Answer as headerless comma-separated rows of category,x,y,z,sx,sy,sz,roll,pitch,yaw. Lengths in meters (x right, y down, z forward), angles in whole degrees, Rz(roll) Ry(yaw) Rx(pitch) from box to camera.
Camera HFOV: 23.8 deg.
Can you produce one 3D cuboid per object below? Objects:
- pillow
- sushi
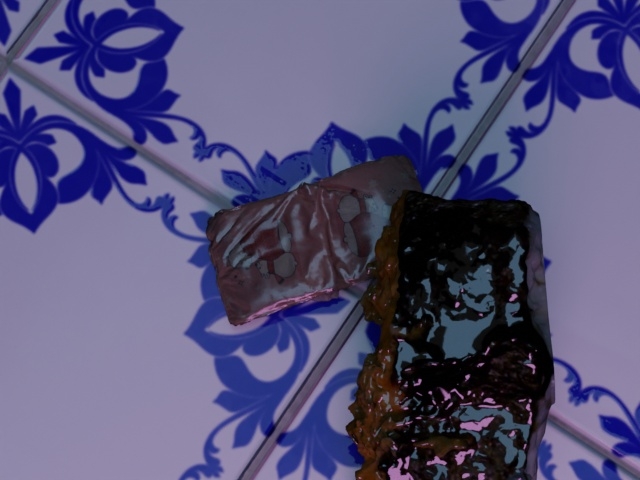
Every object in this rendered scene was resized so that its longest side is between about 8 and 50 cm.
pillow,0.000,0.000,1.676,0.248,0.049,0.135,-19,79,0
sushi,0.133,0.122,1.537,0.207,0.234,0.349,3,87,6
